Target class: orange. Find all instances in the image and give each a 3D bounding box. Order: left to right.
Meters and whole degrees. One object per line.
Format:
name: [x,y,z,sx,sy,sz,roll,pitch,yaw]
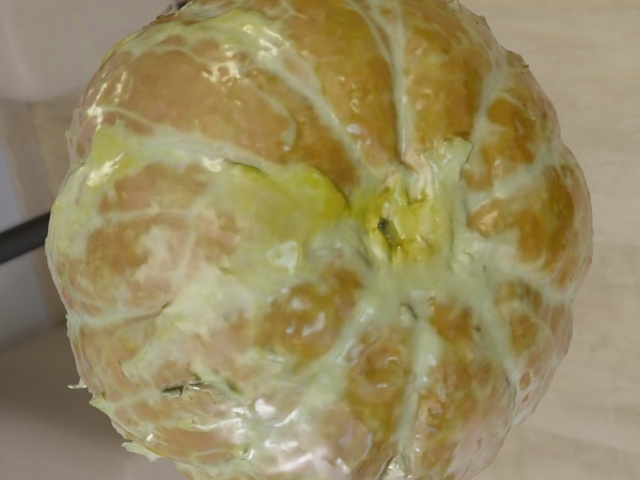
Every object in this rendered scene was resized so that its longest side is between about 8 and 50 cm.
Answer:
orange: [0.000,0.000,0.824,0.249,0.329,0.329,-4,108,58]
